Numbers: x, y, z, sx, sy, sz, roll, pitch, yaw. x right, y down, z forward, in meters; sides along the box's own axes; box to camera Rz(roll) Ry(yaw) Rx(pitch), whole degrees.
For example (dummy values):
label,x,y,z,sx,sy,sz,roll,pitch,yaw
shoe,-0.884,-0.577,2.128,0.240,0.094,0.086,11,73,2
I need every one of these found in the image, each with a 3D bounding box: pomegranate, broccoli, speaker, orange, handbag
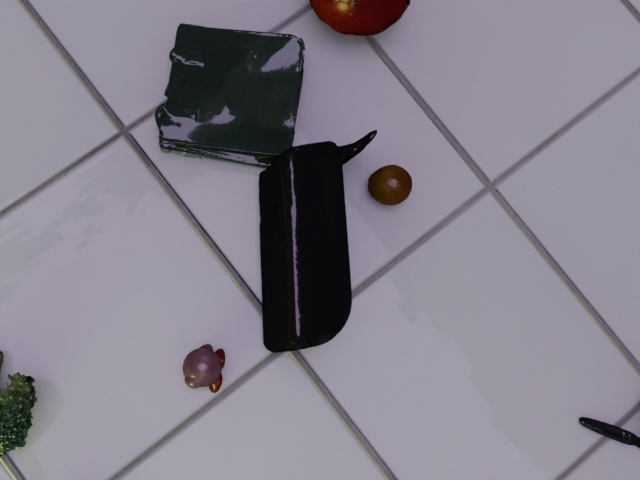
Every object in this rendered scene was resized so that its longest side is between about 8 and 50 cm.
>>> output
label,x,y,z,sx,sy,sz,roll,pitch,yaw
pomegranate,0.069,-0.498,1.551,0.210,0.210,0.235,-23,55,-11
broccoli,-0.561,0.260,1.345,0.220,0.194,0.194,-14,79,14
speaker,0.000,0.000,1.451,0.184,0.180,0.388,2,81,-19
orange,0.130,-0.105,1.539,0.085,0.085,0.084,1,78,-7
handbag,-0.167,-0.273,1.535,0.260,0.079,0.247,8,77,-4

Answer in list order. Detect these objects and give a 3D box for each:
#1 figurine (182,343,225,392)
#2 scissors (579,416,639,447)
label,x,y,z,sx,sy,sz,roll,pitch,yaw
figurine,-0.204,0.219,1.431,0.071,0.067,0.083,15,59,-24
scissors,0.582,0.371,1.521,0.220,0.017,0.088,20,75,-2
